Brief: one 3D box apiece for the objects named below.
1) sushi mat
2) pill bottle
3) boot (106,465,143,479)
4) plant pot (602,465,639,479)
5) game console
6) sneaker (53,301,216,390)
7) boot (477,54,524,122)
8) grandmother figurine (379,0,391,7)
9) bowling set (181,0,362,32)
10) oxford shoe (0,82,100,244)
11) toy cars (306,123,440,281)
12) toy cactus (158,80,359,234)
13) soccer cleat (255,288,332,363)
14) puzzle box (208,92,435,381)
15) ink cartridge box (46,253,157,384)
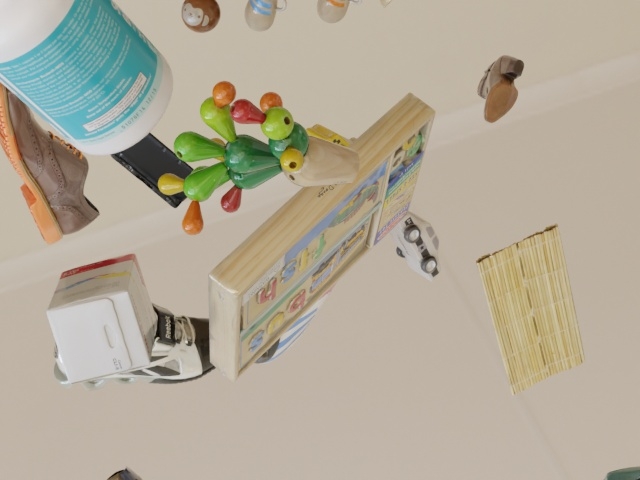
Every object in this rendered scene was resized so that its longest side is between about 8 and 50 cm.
[{"bbox_3d":[0.366,0.124,1.779,0.151,0.316,0.019,-22,-147,-3],"label":"sushi mat"},{"bbox_3d":[-0.280,-0.214,1.084,0.146,0.264,0.146,-14,-124,21],"label":"pill bottle"},{"bbox_3d":[-0.261,0.359,1.479,0.082,0.106,0.219,-31,-175,-10],"label":"boot"},{"bbox_3d":[0.360,0.430,1.030,0.341,0.334,0.341,-37,-166,11],"label":"plant pot"},{"bbox_3d":[-0.232,-0.112,1.489,0.071,0.122,0.107,-47,-164,8],"label":"game console"},{"bbox_3d":[-0.300,0.172,1.824,0.330,0.146,0.122,-9,-135,-22],"label":"sneaker"},{"bbox_3d":[0.256,-0.220,1.521,0.118,0.042,0.087,-58,-163,-10],"label":"boot"},{"bbox_3d":[0.005,-0.496,1.453,0.208,0.342,0.104,-53,-170,1],"label":"grandmother figurine"},{"bbox_3d":[-0.092,-0.366,1.386,0.287,0.154,0.200,35,-117,0],"label":"bowling set"},{"bbox_3d":[-0.511,-0.164,1.915,0.132,0.364,0.130,-24,-136,-14],"label":"oxford shoe"},{"bbox_3d":[0.124,-0.091,2.076,0.087,0.176,0.394,-41,-92,-11],"label":"toy cars"},{"bbox_3d":[-0.048,-0.072,0.977,0.180,0.219,0.112,4,-115,-24],"label":"toy cactus"},{"bbox_3d":[-0.044,0.097,1.974,0.116,0.331,0.143,44,-153,13],"label":"soccer cleat"},{"bbox_3d":[0.000,0.000,1.461,0.052,0.272,0.409,39,-116,16],"label":"puzzle box"},{"bbox_3d":[-0.331,0.117,1.586,0.127,0.128,0.176,-14,-162,-2],"label":"ink cartridge box"}]
